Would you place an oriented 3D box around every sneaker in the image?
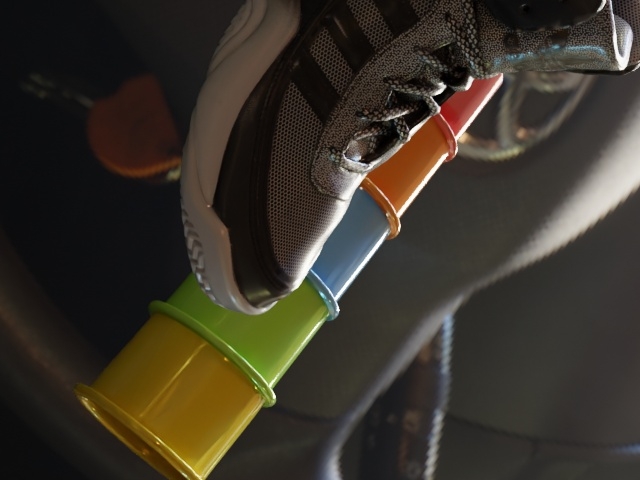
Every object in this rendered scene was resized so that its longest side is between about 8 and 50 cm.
[{"bbox_3d":[0.048,-0.077,0.608,0.101,0.153,0.268,24,89,-63],"label":"sneaker"}]

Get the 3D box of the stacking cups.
[{"bbox_3d":[0.000,0.000,0.816,0.316,0.096,0.096,-48,154,-16],"label":"stacking cups"}]
